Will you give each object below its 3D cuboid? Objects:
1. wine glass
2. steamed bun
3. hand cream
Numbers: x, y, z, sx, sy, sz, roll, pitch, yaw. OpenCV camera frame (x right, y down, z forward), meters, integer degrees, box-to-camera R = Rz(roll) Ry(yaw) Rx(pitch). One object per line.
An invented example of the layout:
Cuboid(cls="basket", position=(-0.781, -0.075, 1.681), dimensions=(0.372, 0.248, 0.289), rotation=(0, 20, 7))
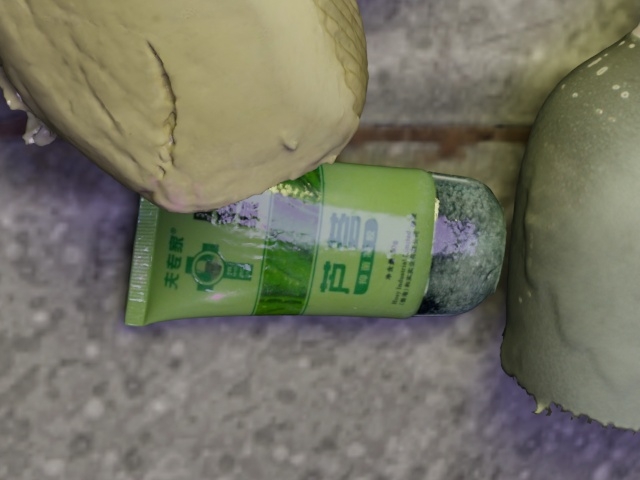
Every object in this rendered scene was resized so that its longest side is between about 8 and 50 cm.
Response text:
Cuboid(cls="wine glass", position=(0.168, -0.074, 0.861), dimensions=(0.143, 0.143, 0.321), rotation=(7, 104, -20))
Cuboid(cls="steamed bun", position=(-0.082, -0.125, 0.754), dimensions=(0.152, 0.170, 0.239), rotation=(-23, 115, 10))
Cuboid(cls="hand cream", position=(0.000, 0.000, 0.880), dimensions=(0.175, 0.046, 0.095), rotation=(3, 109, -17))
